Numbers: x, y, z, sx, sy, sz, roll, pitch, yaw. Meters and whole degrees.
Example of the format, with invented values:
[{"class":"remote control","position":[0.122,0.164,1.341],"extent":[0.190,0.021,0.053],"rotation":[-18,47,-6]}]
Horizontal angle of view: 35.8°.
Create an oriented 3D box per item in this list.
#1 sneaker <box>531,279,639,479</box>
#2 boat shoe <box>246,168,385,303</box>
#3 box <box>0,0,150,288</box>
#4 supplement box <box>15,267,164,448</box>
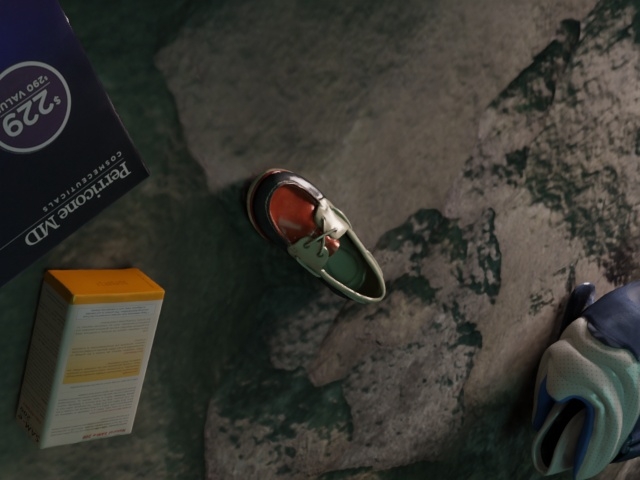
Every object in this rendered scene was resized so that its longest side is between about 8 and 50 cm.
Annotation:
[{"class":"sneaker","position":[0.305,0.176,1.014],"extent":[0.236,0.130,0.323],"rotation":[-33,138,-13]},{"class":"boat shoe","position":[0.000,0.000,0.664],"extent":[0.049,0.043,0.137],"rotation":[-49,136,-7]},{"class":"box","position":[-0.225,-0.031,0.389],"extent":[0.261,0.103,0.184],"rotation":[-41,138,-19]},{"class":"supplement box","position":[-0.135,0.067,0.578],"extent":[0.062,0.036,0.098],"rotation":[0,113,-44]}]
